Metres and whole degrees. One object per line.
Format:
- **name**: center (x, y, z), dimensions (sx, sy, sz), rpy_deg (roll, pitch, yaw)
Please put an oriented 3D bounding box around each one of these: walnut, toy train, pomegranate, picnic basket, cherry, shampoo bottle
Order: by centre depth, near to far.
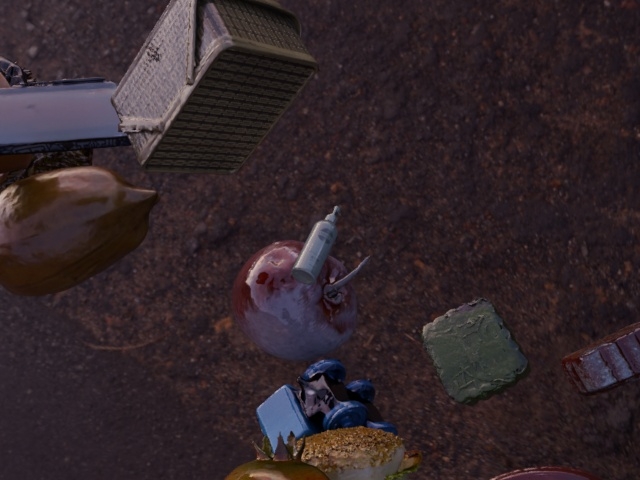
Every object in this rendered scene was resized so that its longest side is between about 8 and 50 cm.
- **picnic basket**: center (-0.093, -0.134, 0.581), dimensions (0.164, 0.115, 0.079), rpy_deg (-45, 65, 34)
- **pomegranate**: center (-0.072, 0.448, 1.120), dimensions (0.220, 0.221, 0.257), rpy_deg (-3, 70, 26)
- **walnut**: center (-0.420, -0.027, 1.138), dimensions (0.336, 0.209, 0.209), rpy_deg (-20, 62, 13)
- **shampoo bottle**: center (0.000, 0.000, 1.393), dimensions (0.056, 0.056, 0.195), rpy_deg (4, 52, 28)
- **toy train**: center (0.011, 0.437, 1.583), dimensions (0.265, 0.300, 0.188), rpy_deg (-41, 43, 9)
- **cherry**: center (-0.067, 0.163, 1.730), dimensions (0.326, 0.335, 0.291), rpy_deg (33, 53, -5)

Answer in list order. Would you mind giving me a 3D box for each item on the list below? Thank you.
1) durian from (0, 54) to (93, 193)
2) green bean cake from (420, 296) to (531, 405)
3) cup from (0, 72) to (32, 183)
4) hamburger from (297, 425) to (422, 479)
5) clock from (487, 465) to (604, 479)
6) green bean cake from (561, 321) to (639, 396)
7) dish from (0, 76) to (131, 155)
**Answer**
- **durian**: center (-0.653, -0.208, 1.401), dimensions (0.347, 0.347, 0.384), rpy_deg (-22, 49, 18)
- **green bean cake**: center (0.358, 0.260, 1.556), dimensions (0.200, 0.113, 0.214), rpy_deg (-27, 62, 8)
- **cup**: center (-0.591, -0.145, 1.036), dimensions (0.182, 0.226, 0.264), rpy_deg (41, 48, 22)
- **hamburger**: center (0.048, 0.471, 1.370), dimensions (0.276, 0.294, 0.179), rpy_deg (142, 128, -62)
- **clock**: center (0.407, 0.531, 1.261), dimensions (0.318, 0.318, 0.080), rpy_deg (-23, 28, 17)
- **green bean cake**: center (0.623, 0.245, 1.398), dimensions (0.232, 0.198, 0.097), rpy_deg (-23, 76, -8)
- **dish**: center (-0.323, -0.152, 0.829), dimensions (0.243, 0.182, 0.080), rpy_deg (-5, 96, -9)
